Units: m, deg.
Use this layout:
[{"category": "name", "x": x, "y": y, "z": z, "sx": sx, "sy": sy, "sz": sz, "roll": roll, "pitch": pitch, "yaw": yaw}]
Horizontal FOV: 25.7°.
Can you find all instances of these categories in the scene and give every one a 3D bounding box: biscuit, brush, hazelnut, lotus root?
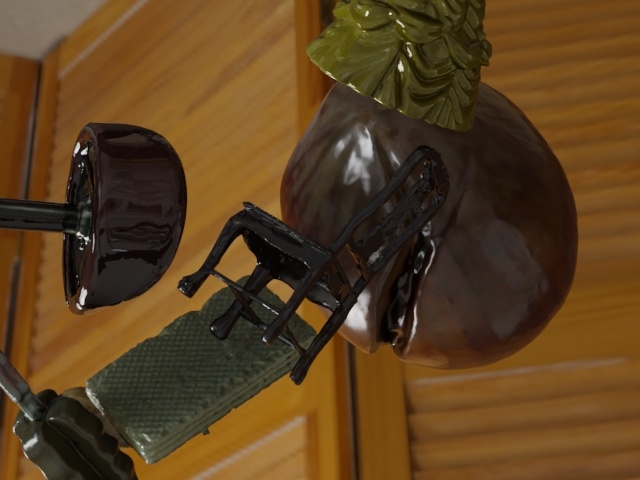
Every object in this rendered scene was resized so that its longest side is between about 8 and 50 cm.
[{"category": "biscuit", "x": -0.111, "y": 0.117, "z": 1.321, "sx": 0.199, "sy": 0.121, "sz": 0.041, "roll": -34, "pitch": 138, "yaw": -19}, {"category": "brush", "x": -0.267, "y": 0.141, "z": 1.256, "sx": 0.084, "sy": 0.071, "sz": 0.301, "roll": 16, "pitch": 147, "yaw": 49}, {"category": "hazelnut", "x": 0.121, "y": -0.032, "z": 1.728, "sx": 0.359, "sy": 0.409, "sz": 0.359, "roll": -10, "pitch": 128, "yaw": -13}, {"category": "lotus root", "x": -0.243, "y": 0.201, "z": 1.584, "sx": 0.152, "sy": 0.063, "sz": 0.072, "roll": 28, "pitch": 144, "yaw": -34}]

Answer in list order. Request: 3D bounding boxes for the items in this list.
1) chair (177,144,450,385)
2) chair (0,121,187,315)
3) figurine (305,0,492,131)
[{"category": "chair", "x": 0.000, "y": 0.000, "z": 1.227, "sx": 0.113, "sy": 0.229, "sz": 0.106, "roll": 31, "pitch": 164, "yaw": 26}, {"category": "chair", "x": -0.360, "y": -0.030, "z": 1.496, "sx": 0.401, "sy": 0.227, "sz": 0.226, "roll": 4, "pitch": 144, "yaw": -19}, {"category": "figurine", "x": 0.134, "y": -0.279, "z": 1.310, "sx": 0.187, "sy": 0.168, "sz": 0.315, "roll": 20, "pitch": 108, "yaw": -21}]
